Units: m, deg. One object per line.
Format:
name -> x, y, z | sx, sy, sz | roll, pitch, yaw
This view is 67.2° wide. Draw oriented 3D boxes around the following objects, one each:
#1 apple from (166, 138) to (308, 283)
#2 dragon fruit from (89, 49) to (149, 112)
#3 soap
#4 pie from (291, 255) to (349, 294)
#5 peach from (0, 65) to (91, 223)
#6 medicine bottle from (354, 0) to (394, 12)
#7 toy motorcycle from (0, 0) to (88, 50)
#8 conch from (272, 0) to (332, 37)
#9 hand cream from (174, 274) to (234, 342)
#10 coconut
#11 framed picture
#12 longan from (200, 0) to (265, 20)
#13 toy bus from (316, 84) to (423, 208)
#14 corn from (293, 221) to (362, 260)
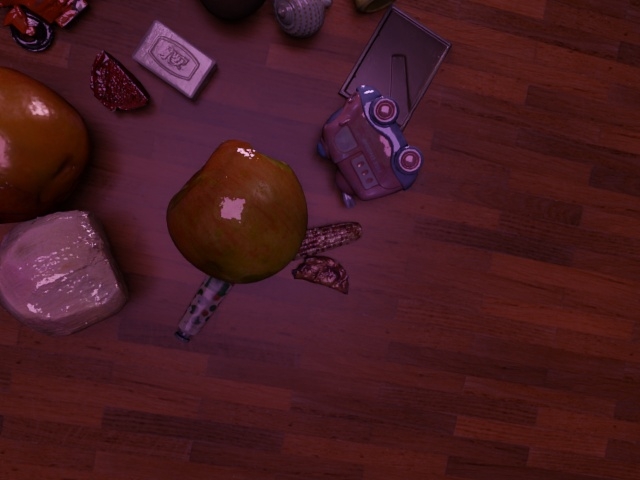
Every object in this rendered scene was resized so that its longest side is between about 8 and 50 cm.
apple -> -0.192, -0.063, 1.174 | 0.340, 0.339, 0.339 | 0, 94, -7
dragon fruit -> -0.522, -0.392, 1.241 | 0.106, 0.083, 0.162 | -40, 106, 10
soap -> -0.377, -0.466, 1.256 | 0.183, 0.064, 0.121 | 34, 92, -7
pie -> 0.006, 0.090, 1.349 | 0.170, 0.034, 0.091 | 14, 96, -7
peach -> -0.721, -0.216, 1.107 | 0.373, 0.290, 0.372 | 17, 55, -26
medicine bottle -> 0.120, -0.738, 1.270 | 0.124, 0.124, 0.238 | -18, 95, -5
toy motorcycle -> -0.680, -0.645, 1.180 | 0.326, 0.148, 0.221 | -43, 119, 0
conch -> -0.056, -0.613, 1.252 | 0.131, 0.200, 0.172 | -30, 98, 31
hand cream -> -0.302, 0.151, 1.309 | 0.095, 0.059, 0.276 | 33, 85, -9
coconut -> -0.620, 0.086, 1.150 | 0.255, 0.297, 0.297 | -19, 96, -17
framed picture -> 0.211, -0.481, 1.347 | 0.213, 0.016, 0.289 | 29, 90, -8
longan -> -0.227, -0.676, 1.189 | 0.249, 0.248, 0.247 | 0, 94, -7
toy bus -> 0.118, -0.240, 1.267 | 0.232, 0.197, 0.294 | -28, 103, 8
corn -> 0.000, 0.000, 1.324 | 0.237, 0.079, 0.079 | -13, 95, -8
